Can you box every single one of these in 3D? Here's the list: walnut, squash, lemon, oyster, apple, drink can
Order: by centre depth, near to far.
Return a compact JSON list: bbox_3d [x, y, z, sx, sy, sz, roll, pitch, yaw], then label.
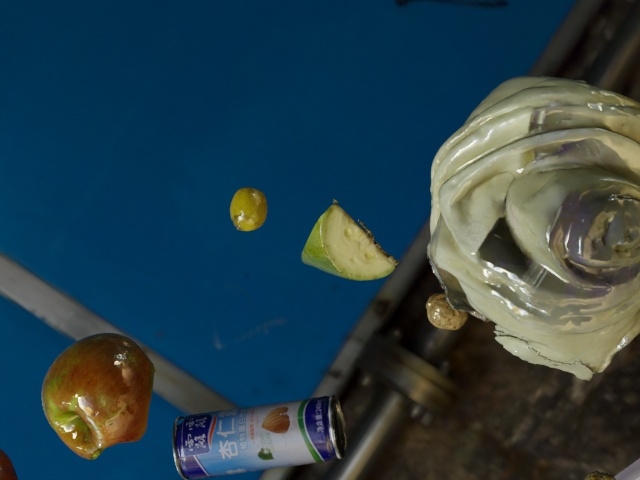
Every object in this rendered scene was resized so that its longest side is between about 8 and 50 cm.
[{"bbox_3d":[-0.085,0.280,1.761,0.097,0.235,0.097,-8,-90,-81],"label":"drink can"},{"bbox_3d":[0.000,0.000,2.107,0.169,0.252,0.093,45,-102,-25],"label":"squash"},{"bbox_3d":[0.273,0.036,2.149,0.271,0.100,0.275,36,-128,-41],"label":"oyster"},{"bbox_3d":[-0.442,0.315,2.553,0.226,0.246,0.246,-46,-23,-43],"label":"apple"},{"bbox_3d":[-0.154,-0.072,2.676,0.082,0.082,0.110,86,-169,-57],"label":"lemon"},{"bbox_3d":[0.275,0.157,2.726,0.082,0.096,0.079,-59,22,14],"label":"walnut"}]

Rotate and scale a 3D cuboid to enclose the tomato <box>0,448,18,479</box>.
[{"bbox_3d":[-0.475,0.305,1.579,0.085,0.225,0.225,-53,-17,25],"label":"tomato"}]

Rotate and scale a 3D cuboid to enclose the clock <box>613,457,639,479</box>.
[{"bbox_3d":[0.556,0.476,2.076,0.150,0.197,0.063,-39,11,8],"label":"clock"}]

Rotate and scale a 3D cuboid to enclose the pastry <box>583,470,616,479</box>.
[{"bbox_3d":[0.370,0.367,1.693,0.109,0.057,0.097,-57,1,19],"label":"pastry"}]

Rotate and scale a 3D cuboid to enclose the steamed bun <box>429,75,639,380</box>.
[{"bbox_3d":[0.308,-0.021,1.513,0.347,0.394,0.237,-18,1,1],"label":"steamed bun"}]
